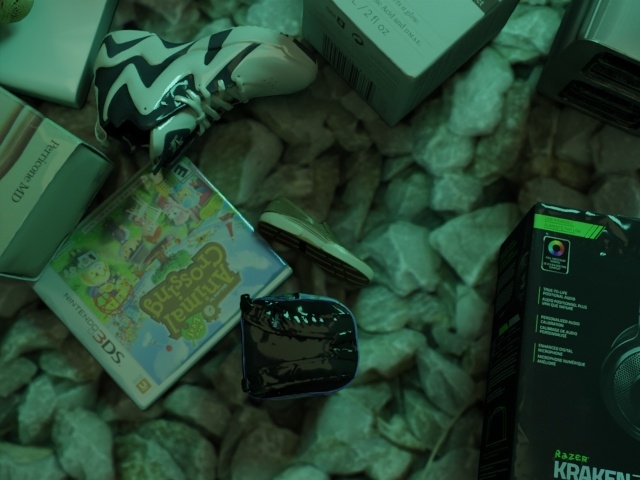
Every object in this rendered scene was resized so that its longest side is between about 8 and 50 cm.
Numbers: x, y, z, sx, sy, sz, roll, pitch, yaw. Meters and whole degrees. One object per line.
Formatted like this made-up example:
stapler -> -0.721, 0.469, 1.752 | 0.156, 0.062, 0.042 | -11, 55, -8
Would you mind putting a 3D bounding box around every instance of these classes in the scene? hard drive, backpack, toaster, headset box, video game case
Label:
hard drive -> -0.382, -0.279, 0.872 | 0.307, 0.040, 0.203 | 15, 80, 1
backpack -> -0.020, 0.103, 0.793 | 0.114, 0.084, 0.105 | -3, 86, 0
toaster -> 0.323, -0.199, 0.812 | 0.185, 0.168, 0.110 | 25, 81, 2
headset box -> 0.296, 0.115, 0.760 | 0.246, 0.131, 0.283 | 11, 70, 1
video game case -> -0.170, 0.035, 0.833 | 0.212, 0.023, 0.193 | -43, 84, -8

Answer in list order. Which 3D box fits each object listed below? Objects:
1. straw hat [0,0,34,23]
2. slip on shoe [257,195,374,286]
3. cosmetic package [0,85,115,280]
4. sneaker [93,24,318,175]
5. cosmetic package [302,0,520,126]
straw hat -> -0.329, -0.255, 0.812 | 0.061, 0.144, 0.145 | -13, 78, -43
slip on shoe -> 0.000, 0.000, 0.834 | 0.135, 0.051, 0.041 | 28, 63, 7
cosmetic package -> -0.373, -0.103, 0.767 | 0.296, 0.129, 0.153 | 32, 85, 2
sneaker -> -0.123, -0.134, 0.811 | 0.234, 0.094, 0.153 | 5, 66, 0
cosmetic package -> 0.097, -0.247, 0.822 | 0.183, 0.151, 0.151 | -43, 85, -8
